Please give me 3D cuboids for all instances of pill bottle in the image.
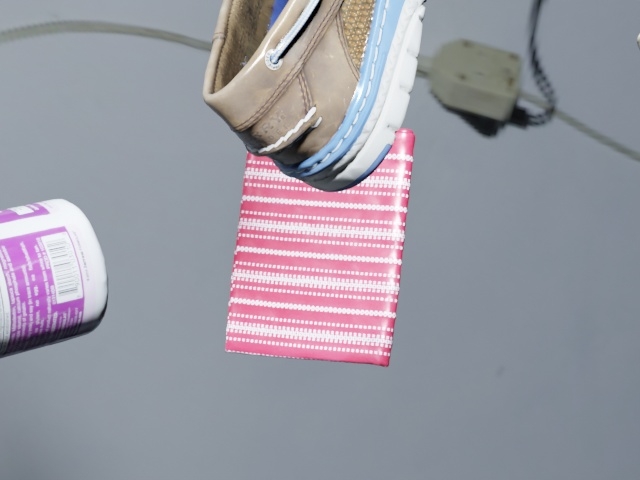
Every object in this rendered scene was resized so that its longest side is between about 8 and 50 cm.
[{"bbox_3d":[-0.410,0.061,1.946,0.302,0.169,0.169,-14,108,-32],"label":"pill bottle"}]

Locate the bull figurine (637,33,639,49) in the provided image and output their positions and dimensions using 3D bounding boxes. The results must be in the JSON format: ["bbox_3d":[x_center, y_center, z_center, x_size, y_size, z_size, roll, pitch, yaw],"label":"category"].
[{"bbox_3d":[0.238,-0.214,0.956,0.188,0.101,0.310,-36,101,-30],"label":"bull figurine"}]

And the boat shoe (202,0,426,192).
[{"bbox_3d":[0.003,-0.111,0.558,0.066,0.066,0.183,26,59,-37],"label":"boat shoe"}]

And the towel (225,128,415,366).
[{"bbox_3d":[0.000,0.000,1.919,0.031,0.199,0.274,35,60,-69],"label":"towel"}]
